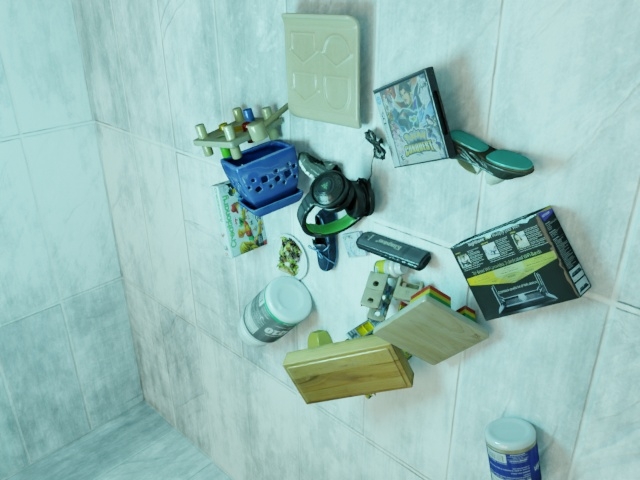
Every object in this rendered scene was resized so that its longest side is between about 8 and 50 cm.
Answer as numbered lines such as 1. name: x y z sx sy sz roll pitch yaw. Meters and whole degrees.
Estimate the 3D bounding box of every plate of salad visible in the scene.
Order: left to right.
1. plate of salad: -0.131 0.070 2.349 0.199 0.048 0.200 23 124 39

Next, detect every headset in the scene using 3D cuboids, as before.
1. headset: 0.075 -0.171 1.894 0.394 0.243 0.185 -46 53 33

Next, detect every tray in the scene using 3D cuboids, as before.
1. tray: 0.094 0.450 2.013 0.410 0.076 0.203 -16 116 24

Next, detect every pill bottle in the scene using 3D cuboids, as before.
1. pill bottle: -0.205 0.310 2.427 0.204 0.204 0.361 57 140 10
2. pill bottle: 0.238 0.094 1.951 0.116 0.065 0.065 -8 103 49
3. pill bottle: 0.600 0.699 1.792 0.153 0.153 0.265 4 112 46

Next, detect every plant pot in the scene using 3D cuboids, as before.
1. plant pot: -0.204 -0.223 2.112 0.236 0.236 0.212 30 141 62
2. plant pot: -0.004 0.410 2.359 0.081 0.081 0.083 -5 95 48

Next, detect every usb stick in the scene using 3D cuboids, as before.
1. usb stick: 0.238 0.032 1.915 0.278 0.077 0.045 21 150 40

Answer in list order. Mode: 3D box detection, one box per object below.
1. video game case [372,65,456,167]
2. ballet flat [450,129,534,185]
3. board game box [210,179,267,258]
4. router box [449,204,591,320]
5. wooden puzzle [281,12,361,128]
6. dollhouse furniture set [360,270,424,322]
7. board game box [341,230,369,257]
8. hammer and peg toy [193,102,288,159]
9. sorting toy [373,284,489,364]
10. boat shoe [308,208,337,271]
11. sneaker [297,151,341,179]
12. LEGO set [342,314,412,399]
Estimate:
1. video game case: 0.264 -0.344 1.671 0.275 0.035 0.248 3 111 65
2. ballet flat: 0.451 -0.212 1.561 0.280 0.095 0.096 39 144 42
3. board game box: -0.330 -0.100 2.367 0.053 0.193 0.305 9 116 45
4. router box: 0.542 0.072 1.601 0.309 0.081 0.243 -27 89 50
5. wooden puzzle: 0.016 -0.552 1.869 0.322 0.080 0.348 21 128 40
6. dollhouse furniture set: 0.245 0.201 1.929 0.183 0.129 0.129 11 155 23
7. board game box: 0.124 0.014 2.068 0.090 0.020 0.090 -9 101 49
8. hammer and peg toy: -0.265 -0.395 2.111 0.361 0.266 0.127 11 126 44
9. sorting toy: 0.345 0.262 1.823 0.257 0.089 0.255 29 136 -19
10. boat shoe: 0.000 0.000 2.141 0.109 0.089 0.258 17 121 41
11. sneaker: 0.017 -0.244 2.019 0.234 0.078 0.106 49 131 17
12. LEGO set: 0.154 0.445 2.115 0.255 0.192 0.331 55 139 13
